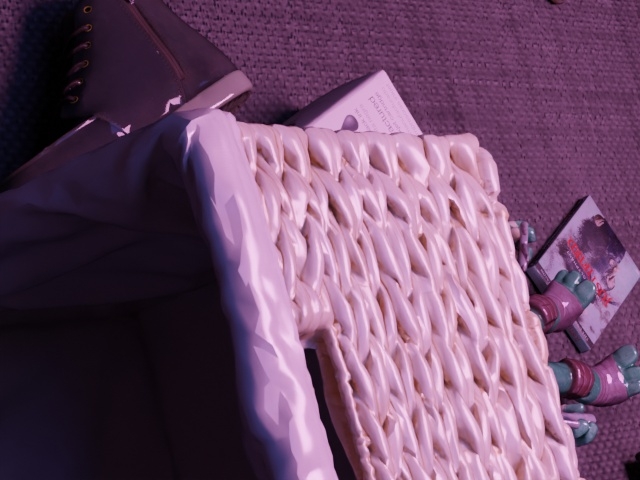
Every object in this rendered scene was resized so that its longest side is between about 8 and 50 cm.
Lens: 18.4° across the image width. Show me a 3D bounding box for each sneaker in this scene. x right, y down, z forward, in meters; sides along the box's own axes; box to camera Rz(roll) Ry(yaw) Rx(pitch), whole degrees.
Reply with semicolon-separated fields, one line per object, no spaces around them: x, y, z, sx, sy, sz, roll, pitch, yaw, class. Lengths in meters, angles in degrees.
-0.157;-0.083;1.276;0.118;0.083;0.222;47;49;7;sneaker

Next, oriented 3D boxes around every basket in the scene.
-0.060;0.131;1.084;0.266;0.331;0.328;-3;75;-52;basket

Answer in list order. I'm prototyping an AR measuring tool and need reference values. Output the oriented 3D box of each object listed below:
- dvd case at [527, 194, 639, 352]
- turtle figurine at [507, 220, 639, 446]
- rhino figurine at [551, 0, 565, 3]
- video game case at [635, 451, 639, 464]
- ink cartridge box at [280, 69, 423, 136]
0.220;0.027;1.640;0.087;0.013;0.119;56;44;-11;dvd case
0.149;0.076;1.468;0.234;0.118;0.175;2;70;-58;turtle figurine
0.255;-0.327;1.769;0.073;0.106;0.243;38;49;-28;rhino figurine
0.395;0.276;1.650;0.275;0.035;0.248;0;62;-48;video game case
0.000;0.000;1.371;0.218;0.092;0.159;-40;102;-45;ink cartridge box
